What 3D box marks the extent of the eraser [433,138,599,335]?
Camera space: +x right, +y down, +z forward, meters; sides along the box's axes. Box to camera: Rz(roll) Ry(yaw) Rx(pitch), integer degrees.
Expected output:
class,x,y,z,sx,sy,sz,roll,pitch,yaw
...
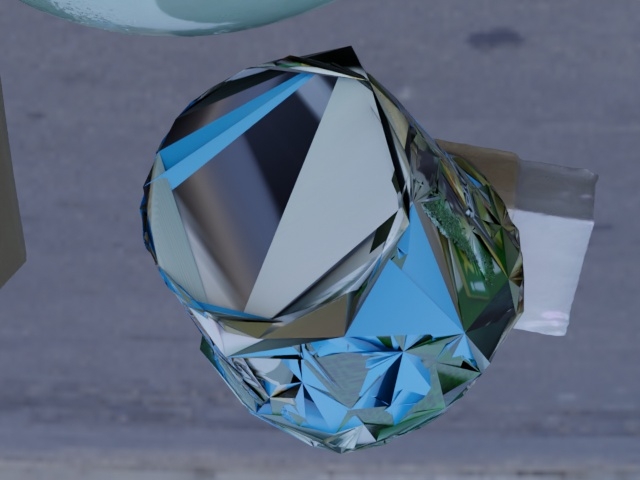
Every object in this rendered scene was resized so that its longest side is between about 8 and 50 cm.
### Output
class,x,y,z,sx,sy,sz,roll,pitch,yaw
eraser,0.048,-0.014,1.449,0.343,0.078,0.144,9,133,3

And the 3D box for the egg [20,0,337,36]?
class,x,y,z,sx,sy,sz,roll,pitch,yaw
egg,-0.057,-0.270,1.080,0.389,0.276,0.276,-17,164,-3

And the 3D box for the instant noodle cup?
class,x,y,z,sx,sy,sz,roll,pitch,yaw
instant noodle cup,0.000,0.000,1.130,0.240,0.240,0.178,-5,156,20

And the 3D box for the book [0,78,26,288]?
class,x,y,z,sx,sy,sz,roll,pitch,yaw
book,-0.345,0.016,1.467,0.021,0.310,0.217,13,129,19
